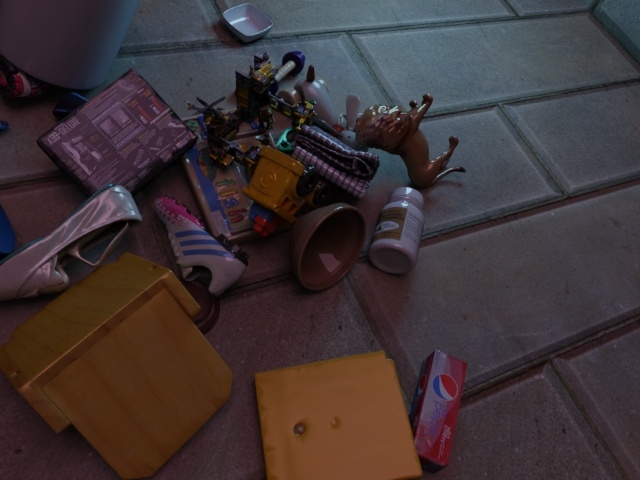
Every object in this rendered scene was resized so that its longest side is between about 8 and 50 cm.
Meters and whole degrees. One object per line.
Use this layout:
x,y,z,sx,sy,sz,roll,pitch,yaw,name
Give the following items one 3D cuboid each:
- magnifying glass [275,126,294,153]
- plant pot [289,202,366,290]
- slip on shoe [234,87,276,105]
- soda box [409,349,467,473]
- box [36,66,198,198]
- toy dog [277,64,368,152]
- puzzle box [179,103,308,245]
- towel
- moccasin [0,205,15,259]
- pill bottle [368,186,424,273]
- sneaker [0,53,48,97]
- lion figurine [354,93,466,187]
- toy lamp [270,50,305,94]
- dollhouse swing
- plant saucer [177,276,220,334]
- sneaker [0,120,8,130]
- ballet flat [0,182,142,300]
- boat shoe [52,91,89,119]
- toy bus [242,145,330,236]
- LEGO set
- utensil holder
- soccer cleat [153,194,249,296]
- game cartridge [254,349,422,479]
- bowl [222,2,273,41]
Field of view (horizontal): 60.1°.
-0.119,-0.280,1.671,0.231,0.026,0.092,-32,72,-33,magnifying glass
0.000,0.000,1.418,0.237,0.237,0.109,-30,46,-30,plant pot
-0.202,-0.461,1.746,0.135,0.051,0.041,15,61,2,slip on shoe
0.269,0.399,1.309,0.092,0.083,0.263,23,54,-1,soda box
-0.508,-0.249,1.407,0.242,0.076,0.307,47,72,-8,box
0.031,-0.417,1.717,0.333,0.161,0.220,27,55,2,toy dog
-0.230,-0.187,1.538,0.272,0.052,0.409,-17,69,-24,puzzle box
0.047,-0.227,1.538,0.235,0.284,0.121,31,98,2,towel
-0.785,-0.041,1.249,0.116,0.138,0.342,-38,46,-10,moccasin
0.220,-0.033,1.544,0.131,0.131,0.229,21,54,-2,pill bottle
-0.877,-0.494,1.541,0.299,0.121,0.112,50,29,18,sneaker
0.281,-0.275,1.673,0.392,0.142,0.240,46,72,-22,lion figurine
-0.119,-0.546,1.785,0.080,0.080,0.275,29,40,3,toy lamp
-0.421,0.265,1.186,0.315,0.305,0.347,13,47,47,dollhouse swing
-0.324,0.156,1.324,0.168,0.029,0.169,8,57,-12,plant saucer
-0.874,-0.274,1.427,0.053,0.059,0.144,12,31,29,sneaker
-0.572,0.031,1.241,0.139,0.139,0.400,43,69,12,ballet flat
-0.613,-0.311,1.510,0.258,0.109,0.089,24,60,20,boat shoe
-0.097,-0.103,1.410,0.149,0.220,0.212,28,87,25,toy bus
-0.165,-0.349,1.483,0.255,0.192,0.331,39,61,18,LEGO set
-0.663,-0.651,1.471,0.327,0.385,0.328,27,33,-19,utensil holder
-0.324,0.010,1.353,0.331,0.116,0.143,34,81,27,soccer cleat
0.030,0.404,1.213,0.323,0.053,0.285,-8,60,-6,game cartridge
-0.253,-0.743,1.909,0.142,0.053,0.142,44,56,13,bowl
